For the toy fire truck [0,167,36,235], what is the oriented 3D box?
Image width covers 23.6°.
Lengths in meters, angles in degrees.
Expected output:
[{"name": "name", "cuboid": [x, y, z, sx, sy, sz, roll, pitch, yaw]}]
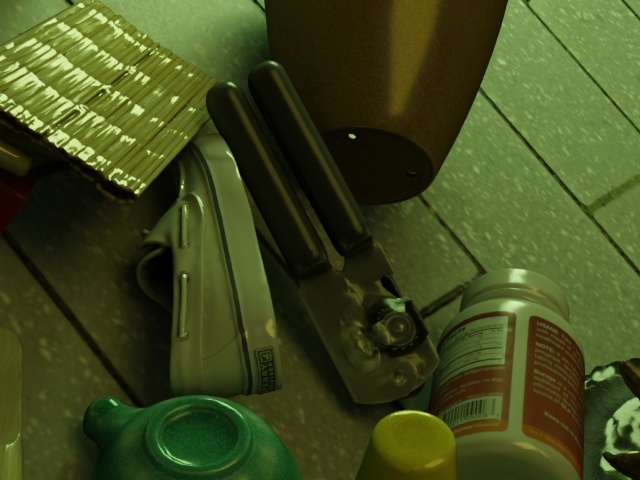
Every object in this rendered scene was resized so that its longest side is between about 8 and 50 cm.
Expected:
[{"name": "toy fire truck", "cuboid": [-0.299, -0.051, 1.015, 0.192, 0.047, 0.135, 36, 36, -8]}]

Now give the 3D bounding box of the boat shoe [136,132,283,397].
[{"name": "boat shoe", "cuboid": [-0.091, 0.017, 1.115, 0.088, 0.096, 0.267, -9, 44, -7]}]

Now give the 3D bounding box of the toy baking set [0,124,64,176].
[{"name": "toy baking set", "cuboid": [-0.292, -0.124, 1.065, 0.256, 0.030, 0.197, 27, 16, -24]}]

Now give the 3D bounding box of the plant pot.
[{"name": "plant pot", "cuboid": [0.052, -0.166, 1.342, 0.237, 0.237, 0.254, 23, 56, -26]}]

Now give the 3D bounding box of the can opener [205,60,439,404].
[{"name": "can opener", "cuboid": [0.000, 0.000, 1.201, 0.076, 0.095, 0.283, -27, 82, -7]}]

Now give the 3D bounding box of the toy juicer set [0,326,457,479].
[{"name": "toy juicer set", "cuboid": [-0.087, 0.173, 0.931, 0.329, 0.089, 0.209, 11, 41, 7]}]

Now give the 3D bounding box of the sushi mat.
[{"name": "sushi mat", "cuboid": [-0.162, -0.113, 1.150, 0.151, 0.019, 0.316, 35, 20, -3]}]

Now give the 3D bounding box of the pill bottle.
[{"name": "pill bottle", "cuboid": [0.146, 0.125, 1.197, 0.121, 0.121, 0.216, 32, 38, -15]}]

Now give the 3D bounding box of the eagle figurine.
[{"name": "eagle figurine", "cuboid": [0.305, 0.208, 1.245, 0.298, 0.225, 0.226, 32, 61, -82]}]
